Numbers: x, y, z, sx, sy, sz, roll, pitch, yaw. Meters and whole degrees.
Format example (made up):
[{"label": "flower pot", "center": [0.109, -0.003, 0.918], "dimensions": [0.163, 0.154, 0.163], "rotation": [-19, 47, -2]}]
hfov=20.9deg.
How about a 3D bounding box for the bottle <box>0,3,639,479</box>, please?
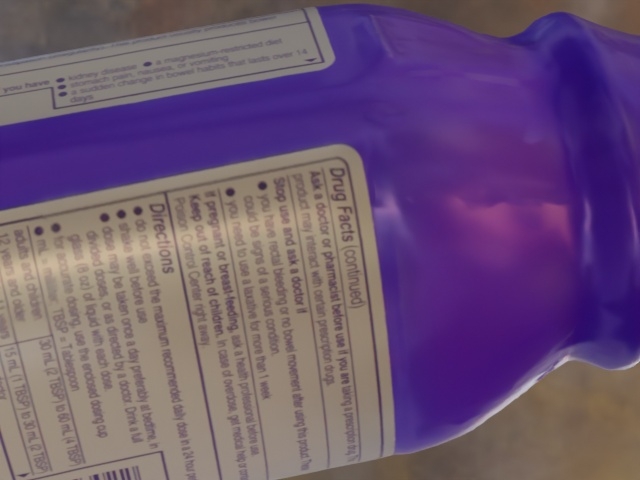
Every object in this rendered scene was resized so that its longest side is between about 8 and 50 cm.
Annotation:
[{"label": "bottle", "center": [0.000, 0.000, 0.441], "dimensions": [0.282, 0.118, 0.092], "rotation": [-11, -142, -5]}]
